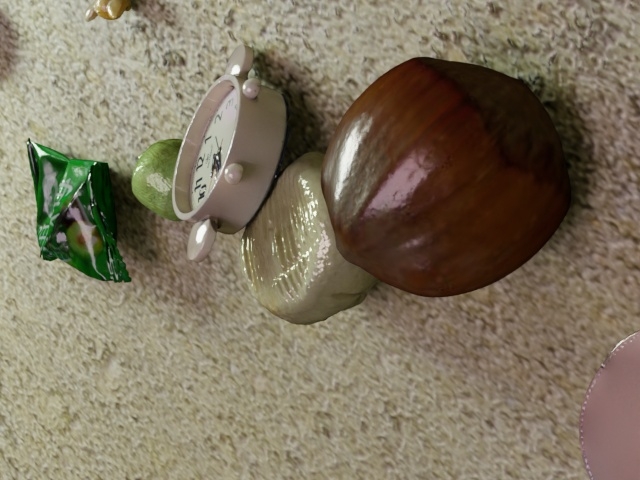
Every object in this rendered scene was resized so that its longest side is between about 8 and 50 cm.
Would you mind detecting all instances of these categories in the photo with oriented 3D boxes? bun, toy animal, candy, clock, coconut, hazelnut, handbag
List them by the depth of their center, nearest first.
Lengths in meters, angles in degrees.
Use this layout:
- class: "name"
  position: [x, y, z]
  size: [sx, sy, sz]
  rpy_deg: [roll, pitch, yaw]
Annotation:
- class: "handbag"
  position: [0.317, 0.154, 1.612]
  size: [0.179, 0.116, 0.205]
  rpy_deg: [42, 130, 29]
- class: "hazelnut"
  position: [0.105, -0.061, 1.707]
  size: [0.210, 0.210, 0.186]
  rpy_deg: [53, 139, 20]
- class: "bun"
  position: [0.000, 0.000, 1.909]
  size: [0.188, 0.111, 0.164]
  rpy_deg: [-47, 51, 46]
- class: "clock"
  position: [-0.086, -0.084, 1.948]
  size: [0.155, 0.063, 0.229]
  rpy_deg: [-27, 50, 59]
- class: "coconut"
  position: [-0.154, -0.065, 2.058]
  size: [0.096, 0.088, 0.088]
  rpy_deg: [38, 128, 23]
- class: "toy animal"
  position: [-0.235, -0.267, 2.087]
  size: [0.060, 0.081, 0.083]
  rpy_deg: [-15, 72, 46]
- class: "candy"
  position: [-0.270, -0.030, 2.204]
  size: [0.203, 0.078, 0.141]
  rpy_deg: [19, 106, 55]
